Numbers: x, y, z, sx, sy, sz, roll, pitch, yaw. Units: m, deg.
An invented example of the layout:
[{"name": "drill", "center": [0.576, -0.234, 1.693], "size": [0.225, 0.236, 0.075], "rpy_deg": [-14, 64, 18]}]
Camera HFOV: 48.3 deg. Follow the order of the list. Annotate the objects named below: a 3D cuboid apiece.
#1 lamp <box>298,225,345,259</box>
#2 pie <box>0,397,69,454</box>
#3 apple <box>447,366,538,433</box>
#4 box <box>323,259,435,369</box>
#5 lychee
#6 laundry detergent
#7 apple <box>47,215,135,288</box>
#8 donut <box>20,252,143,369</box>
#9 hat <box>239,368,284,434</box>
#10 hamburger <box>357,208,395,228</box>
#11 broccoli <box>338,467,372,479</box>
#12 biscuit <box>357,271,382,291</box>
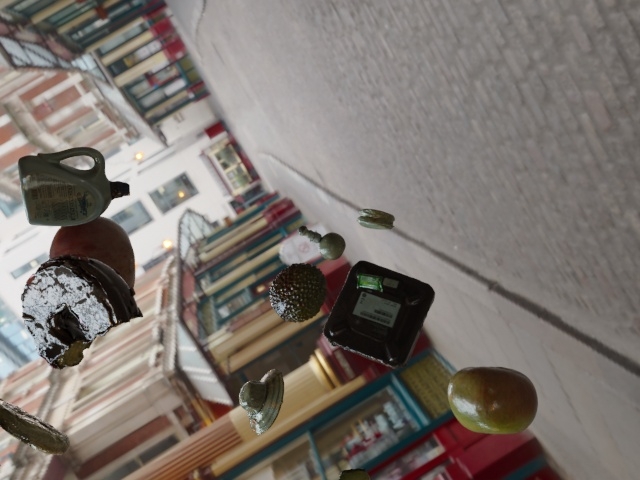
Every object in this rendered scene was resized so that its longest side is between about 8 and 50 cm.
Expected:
[{"name": "lamp", "center": [0.000, 0.000, 2.309], "size": [0.163, 0.091, 0.091], "rpy_deg": [26, -177, -10]}, {"name": "pie", "center": [-0.871, 0.536, 2.080], "size": [0.338, 0.075, 0.337], "rpy_deg": [26, 159, 11]}, {"name": "apple", "center": [0.507, 0.467, 2.096], "size": [0.261, 0.261, 0.193], "rpy_deg": [77, -166, -82]}, {"name": "box", "center": [0.214, 0.273, 2.665], "size": [0.359, 0.350, 0.091], "rpy_deg": [18, 167, 23]}, {"name": "lychee", "center": [-0.054, 0.137, 1.935], "size": [0.171, 0.171, 0.171], "rpy_deg": [59, 178, 4]}, {"name": "laundry detergent", "center": [-0.671, -0.149, 1.967], "size": [0.105, 0.281, 0.214], "rpy_deg": [-131, 35, -69]}, {"name": "apple", "center": [-0.738, 0.084, 2.345], "size": [0.345, 0.270, 0.344], "rpy_deg": [-176, 90, -85]}, {"name": "donut", "center": [-0.639, 0.167, 1.854], "size": [0.259, 0.345, 0.136], "rpy_deg": [56, -151, 3]}, {"name": "hat", "center": [-0.240, 0.576, 2.615], "size": [0.110, 0.252, 0.252], "rpy_deg": [24, -166, -24]}, {"name": "hamburger", "center": [0.191, -0.070, 2.446], "size": [0.140, 0.133, 0.062], "rpy_deg": [57, -134, -83]}, {"name": "broccoli", "center": [0.125, 0.701, 1.817], "size": [0.288, 0.248, 0.245], "rpy_deg": [-54, -43, -45]}, {"name": "biscuit", "center": [0.140, 0.116, 1.992], "size": [0.089, 0.016, 0.046], "rpy_deg": [7, 93, 45]}]
